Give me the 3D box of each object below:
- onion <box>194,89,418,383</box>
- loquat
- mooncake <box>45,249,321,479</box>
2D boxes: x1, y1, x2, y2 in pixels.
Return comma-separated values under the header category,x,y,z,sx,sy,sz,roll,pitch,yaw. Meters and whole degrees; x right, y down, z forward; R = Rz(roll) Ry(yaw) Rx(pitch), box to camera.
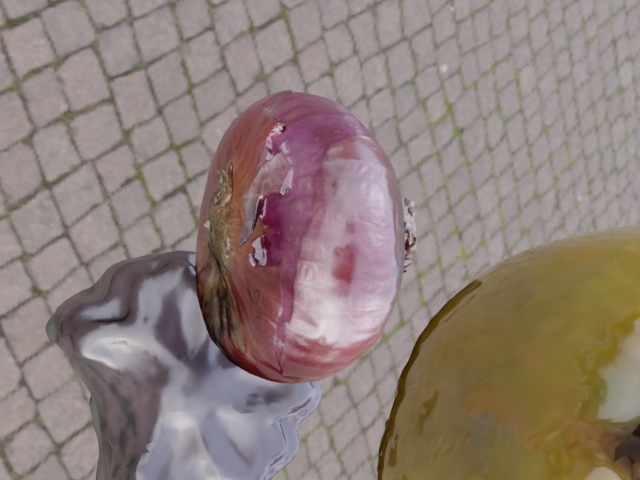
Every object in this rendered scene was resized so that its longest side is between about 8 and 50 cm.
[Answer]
category,x,y,z,sx,sy,sz,roll,pitch,yaw
onion,0.000,0.000,1.142,0.286,0.348,0.347,-1,104,-27
loquat,0.200,0.152,0.624,0.328,0.329,0.359,-62,169,-15
mooncake,-0.185,0.193,1.375,0.351,0.212,0.381,-29,94,-19
